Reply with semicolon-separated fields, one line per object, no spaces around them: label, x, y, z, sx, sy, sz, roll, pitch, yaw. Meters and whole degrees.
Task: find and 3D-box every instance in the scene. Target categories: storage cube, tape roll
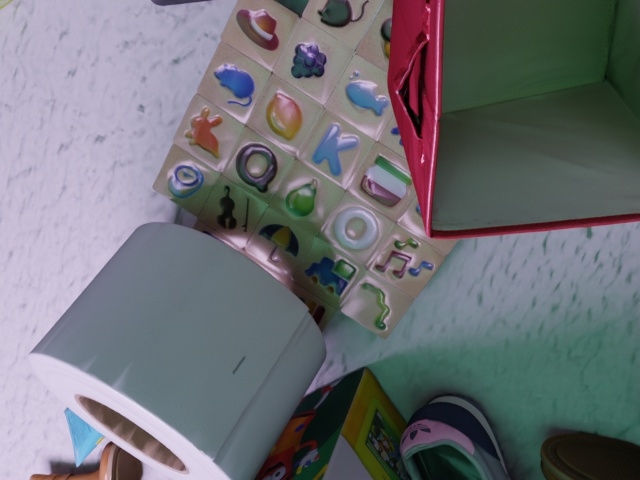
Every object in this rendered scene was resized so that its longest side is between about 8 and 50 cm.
storage cube;0.147;-0.137;0.465;0.215;0.193;0.183;-5;132;0
tape roll;-0.139;0.124;0.712;0.246;0.169;0.246;25;150;16

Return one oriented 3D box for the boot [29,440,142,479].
boot;-0.328;0.339;0.968;0.152;0.073;0.197;13;112;15

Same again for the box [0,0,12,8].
box;-0.321;-0.310;0.715;0.178;0.042;0.109;-21;105;23

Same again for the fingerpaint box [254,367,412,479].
fingerpaint box;0.067;0.424;0.721;0.163;0.371;0.444;-30;101;25

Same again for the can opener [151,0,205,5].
can opener;-0.037;-0.280;0.643;0.284;0.076;0.095;0;79;17

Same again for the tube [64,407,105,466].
tube;-0.268;0.202;0.902;0.207;0.052;0.080;-43;52;26

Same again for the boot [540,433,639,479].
boot;0.334;0.343;0.770;0.284;0.109;0.220;21;120;-1

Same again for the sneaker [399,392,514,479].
sneaker;0.176;0.320;0.726;0.112;0.131;0.319;-38;76;24

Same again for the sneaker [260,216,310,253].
sneaker;0.000;0.000;0.739;0.152;0.061;0.053;19;114;7

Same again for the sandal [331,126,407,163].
sandal;0.021;-0.142;0.684;0.255;0.054;0.097;18;105;12

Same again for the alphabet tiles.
alphabet tiles;0.001;-0.064;0.672;0.285;0.011;0.342;33;116;2
